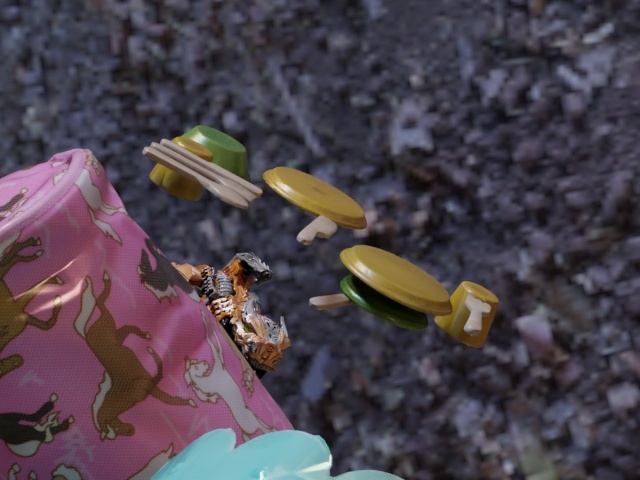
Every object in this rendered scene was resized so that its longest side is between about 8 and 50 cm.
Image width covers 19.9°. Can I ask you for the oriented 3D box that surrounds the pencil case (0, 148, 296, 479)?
[{"bbox_3d":[-0.104,0.134,1.051,0.160,0.167,0.386,-26,108,20],"label":"pencil case"}]

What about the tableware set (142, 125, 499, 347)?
[{"bbox_3d":[0.000,0.000,0.727,0.154,0.104,0.024,28,105,4],"label":"tableware set"}]

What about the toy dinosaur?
[{"bbox_3d":[-0.128,0.102,1.816,0.218,0.164,0.322,-59,8,0],"label":"toy dinosaur"}]

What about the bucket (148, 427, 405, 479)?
[{"bbox_3d":[-0.039,0.244,0.830,0.281,0.183,0.281,24,131,30],"label":"bucket"}]
